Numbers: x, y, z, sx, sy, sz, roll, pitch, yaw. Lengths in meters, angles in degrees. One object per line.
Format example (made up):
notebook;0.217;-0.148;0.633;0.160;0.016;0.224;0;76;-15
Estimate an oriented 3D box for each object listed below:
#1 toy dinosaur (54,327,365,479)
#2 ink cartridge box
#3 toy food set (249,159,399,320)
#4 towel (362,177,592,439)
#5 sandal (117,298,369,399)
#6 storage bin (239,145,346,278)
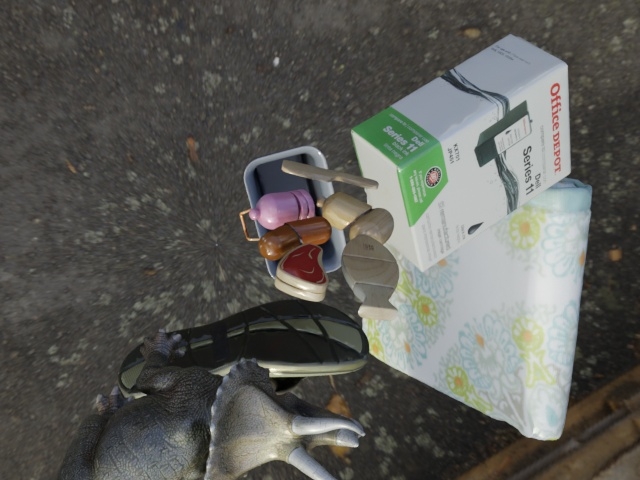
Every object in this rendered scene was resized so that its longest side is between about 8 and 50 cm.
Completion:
toy dinosaur;-0.132;0.156;0.591;0.314;0.160;0.121;-29;101;0
ink cartridge box;0.150;-0.090;0.855;0.208;0.087;0.153;-33;136;-13
toy food set;0.000;0.000;0.428;0.078;0.122;0.019;13;122;-3
towel;0.191;0.051;1.133;0.090;0.374;0.320;-11;108;-33
sandal;-0.089;0.148;1.014;0.303;0.120;0.086;-11;125;7
storage bin;-0.036;-0.034;0.890;0.098;0.091;0.135;-16;107;-4
